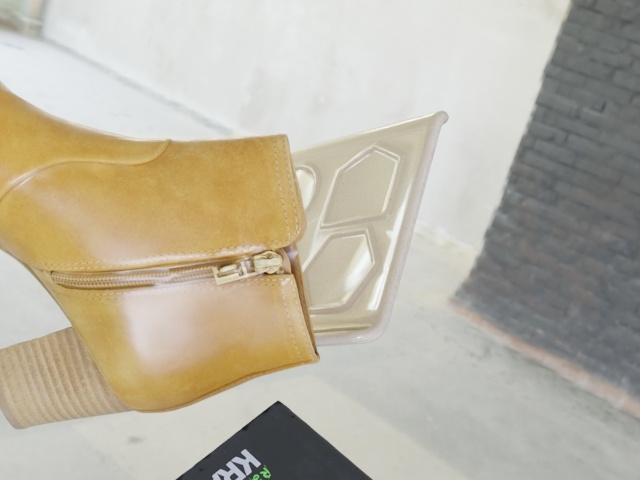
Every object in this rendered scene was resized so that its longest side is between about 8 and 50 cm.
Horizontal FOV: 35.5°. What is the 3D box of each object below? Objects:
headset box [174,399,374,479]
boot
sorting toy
[{"bbox_3d":[-0.010,0.262,0.476,0.246,0.131,0.283,-36,51,-25],"label":"headset box"},{"bbox_3d":[-0.123,-0.040,0.609,0.211,0.295,0.104,-17,4,2],"label":"boot"},{"bbox_3d":[0.000,0.000,0.765,0.193,0.208,0.038,-10,-42,43],"label":"sorting toy"}]
